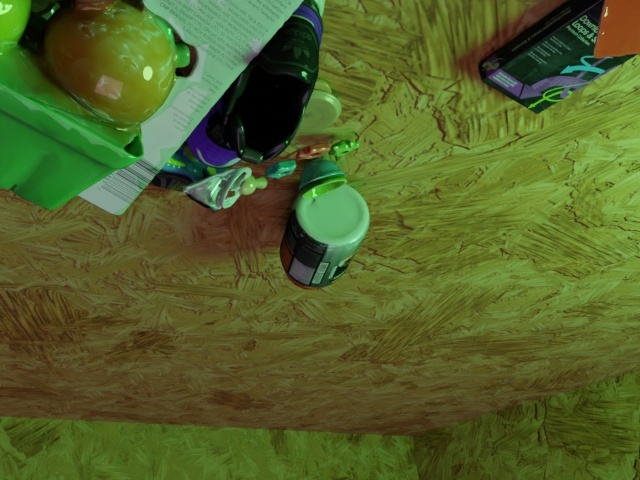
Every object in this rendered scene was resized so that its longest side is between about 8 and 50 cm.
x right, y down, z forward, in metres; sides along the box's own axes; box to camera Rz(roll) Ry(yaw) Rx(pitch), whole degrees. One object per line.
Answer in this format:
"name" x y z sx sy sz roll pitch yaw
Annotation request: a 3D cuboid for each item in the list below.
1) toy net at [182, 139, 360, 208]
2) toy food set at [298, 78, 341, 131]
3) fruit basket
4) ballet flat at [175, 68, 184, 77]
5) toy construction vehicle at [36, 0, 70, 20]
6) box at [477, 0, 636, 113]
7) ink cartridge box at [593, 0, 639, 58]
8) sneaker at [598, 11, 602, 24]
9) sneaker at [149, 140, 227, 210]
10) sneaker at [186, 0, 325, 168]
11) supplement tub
"toy net" -0.059 -0.078 0.869 0.232 0.045 0.122 -15 173 -28
"toy food set" -0.016 -0.161 0.818 0.082 0.020 0.083 -17 152 23
"fruit basket" -0.204 -0.209 0.534 0.327 0.165 0.353 29 111 -38
"ballet flat" -0.218 -0.122 0.712 0.188 0.070 0.070 -40 155 -10
"toy construction vehicle" -0.255 -0.237 0.607 0.098 0.035 0.086 -9 154 8
"box" 0.278 -0.212 0.756 0.116 0.029 0.162 16 145 -36
"ink cartridge box" 0.427 -0.267 0.474 0.384 0.091 0.308 -5 130 -2
"sneaker" 0.422 -0.214 0.664 0.321 0.126 0.127 15 138 -17
"sneaker" -0.188 -0.096 0.890 0.078 0.067 0.188 5 163 32
"sneaker" -0.084 -0.135 0.717 0.102 0.146 0.293 7 151 -23
"supplement tub" 0.000 0.000 1.040 0.116 0.117 0.190 1 154 -11
